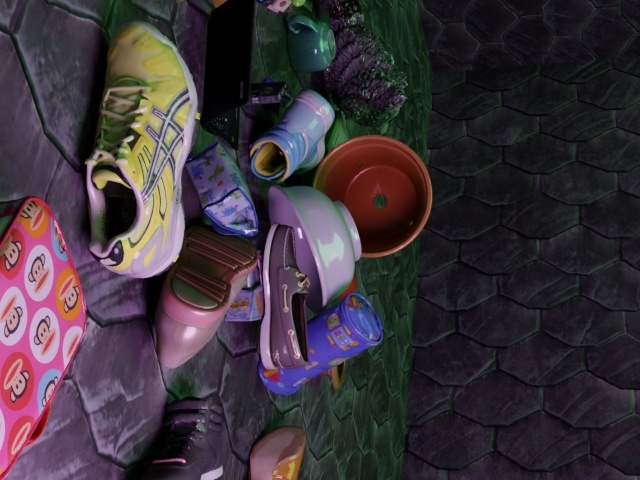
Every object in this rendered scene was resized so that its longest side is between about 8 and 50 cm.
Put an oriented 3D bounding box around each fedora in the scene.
[{"bbox_3d":[0.020,0.298,2.391,0.194,0.079,0.194,2,90,-79],"label":"fedora"}]

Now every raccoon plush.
[{"bbox_3d":[0.073,-0.484,2.427,0.446,0.216,0.299,55,9,-10],"label":"raccoon plush"}]

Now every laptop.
[{"bbox_3d":[-0.149,-0.327,1.774,0.264,0.137,0.234,38,53,-69],"label":"laptop"}]

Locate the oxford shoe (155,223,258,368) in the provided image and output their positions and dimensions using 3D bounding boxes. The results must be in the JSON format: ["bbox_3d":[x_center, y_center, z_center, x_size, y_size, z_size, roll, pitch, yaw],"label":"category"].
[{"bbox_3d":[-0.213,0.084,1.602,0.146,0.140,0.397,-64,179,21],"label":"oxford shoe"}]

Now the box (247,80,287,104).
[{"bbox_3d":[-0.121,-0.318,1.965,0.067,0.083,0.018,-69,153,-51],"label":"box"}]

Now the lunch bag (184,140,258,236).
[{"bbox_3d":[-0.173,-0.086,1.679,0.128,0.096,0.151,65,10,30],"label":"lunch bag"}]

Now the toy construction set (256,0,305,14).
[{"bbox_3d":[-0.076,-0.600,1.875,0.151,0.215,0.327,24,32,-40],"label":"toy construction set"}]

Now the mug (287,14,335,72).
[{"bbox_3d":[-0.022,-0.492,2.296,0.158,0.097,0.129,-11,99,-74],"label":"mug"}]

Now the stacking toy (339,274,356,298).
[{"bbox_3d":[0.036,0.084,2.392,0.330,0.141,0.141,48,43,-71],"label":"stacking toy"}]

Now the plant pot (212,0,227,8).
[{"bbox_3d":[-0.171,-0.510,1.811,0.081,0.083,0.081,65,28,-55],"label":"plant pot"}]

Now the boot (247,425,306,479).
[{"bbox_3d":[-0.103,0.554,1.940,0.295,0.104,0.211,-53,144,-58],"label":"boot"}]

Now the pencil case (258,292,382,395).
[{"bbox_3d":[0.000,0.227,1.956,0.133,0.306,0.119,12,52,-44],"label":"pencil case"}]

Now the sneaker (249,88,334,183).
[{"bbox_3d":[-0.086,-0.192,2.053,0.208,0.127,0.319,-50,171,-21],"label":"sneaker"}]

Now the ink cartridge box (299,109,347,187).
[{"bbox_3d":[0.016,-0.186,2.398,0.188,0.097,0.255,-72,154,-49],"label":"ink cartridge box"}]

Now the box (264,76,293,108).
[{"bbox_3d":[-0.083,-0.330,2.121,0.081,0.028,0.136,50,8,19],"label":"box"}]

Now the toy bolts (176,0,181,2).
[{"bbox_3d":[-0.203,-0.541,1.549,0.158,0.218,0.228,56,12,-25],"label":"toy bolts"}]

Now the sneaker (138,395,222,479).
[{"bbox_3d":[-0.234,0.334,1.494,0.296,0.105,0.146,17,70,-79],"label":"sneaker"}]

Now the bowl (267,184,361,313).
[{"bbox_3d":[0.000,0.000,2.000,0.298,0.134,0.297,160,-90,-74],"label":"bowl"}]

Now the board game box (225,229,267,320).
[{"bbox_3d":[-0.142,0.091,1.893,0.194,0.060,0.194,-41,128,-70],"label":"board game box"}]

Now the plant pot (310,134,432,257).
[{"bbox_3d":[0.137,-0.103,2.239,0.203,0.291,0.290,5,84,-78],"label":"plant pot"}]

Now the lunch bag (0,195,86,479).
[{"bbox_3d":[-0.366,0.118,1.015,0.293,0.120,0.258,-72,155,-51],"label":"lunch bag"}]

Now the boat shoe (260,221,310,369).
[{"bbox_3d":[-0.066,0.112,1.879,0.109,0.091,0.305,28,62,-71],"label":"boat shoe"}]

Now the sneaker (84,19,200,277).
[{"bbox_3d":[-0.268,-0.138,1.339,0.147,0.145,0.384,7,80,-74],"label":"sneaker"}]
